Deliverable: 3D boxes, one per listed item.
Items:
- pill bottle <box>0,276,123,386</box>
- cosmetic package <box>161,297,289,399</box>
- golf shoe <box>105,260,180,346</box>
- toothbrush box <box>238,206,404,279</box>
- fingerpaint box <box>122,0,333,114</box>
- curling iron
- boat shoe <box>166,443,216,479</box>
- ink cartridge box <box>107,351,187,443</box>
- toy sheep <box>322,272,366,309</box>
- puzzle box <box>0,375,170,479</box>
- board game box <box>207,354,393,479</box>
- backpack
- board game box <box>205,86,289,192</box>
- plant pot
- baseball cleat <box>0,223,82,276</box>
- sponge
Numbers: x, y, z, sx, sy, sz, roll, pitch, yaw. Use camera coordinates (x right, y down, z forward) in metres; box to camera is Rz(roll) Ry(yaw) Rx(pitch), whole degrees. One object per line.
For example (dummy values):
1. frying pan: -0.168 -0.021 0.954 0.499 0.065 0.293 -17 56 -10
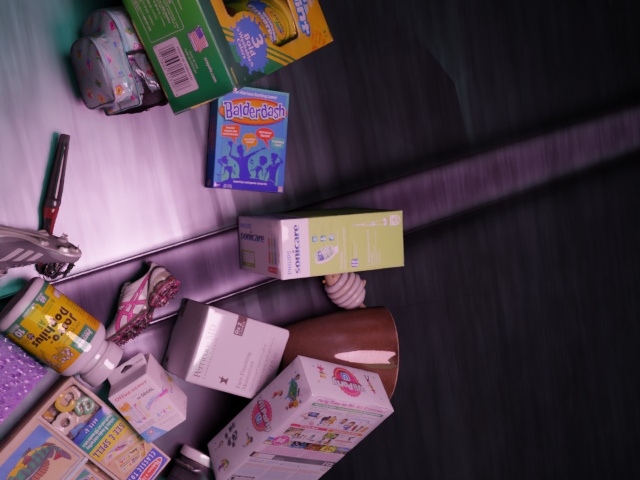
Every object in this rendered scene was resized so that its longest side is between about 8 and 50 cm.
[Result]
1. pill bottle: -0.465 0.170 1.450 0.208 0.117 0.117 43 73 -20
2. cosmetic package: -0.190 0.216 1.594 0.183 0.151 0.151 20 82 -28
3. golf shoe: -0.359 0.126 1.555 0.086 0.067 0.186 41 84 18
4. toothbrush box: 0.000 0.000 1.657 0.283 0.206 0.122 -4 96 -30
5. fingerpaint box: -0.195 -0.505 1.454 0.371 0.163 0.445 -42 114 -52
6. curling iron: -0.481 -0.059 1.481 0.068 0.035 0.274 3 93 -23
7. boat shoe: -0.177 0.524 1.652 0.302 0.114 0.091 33 76 -14
8. ink cartridge box: -0.335 0.294 1.539 0.092 0.090 0.143 -34 111 5
9. toy sheep: 0.058 0.107 1.765 0.132 0.091 0.091 42 74 -16
10. puzzle box: -0.511 0.484 1.491 0.272 0.052 0.409 48 71 -24
11. board game box: -0.041 0.369 1.579 0.224 0.097 0.303 20 124 -40
12. backpack: -0.366 -0.328 1.455 0.144 0.166 0.188 -14 97 -37
13. board game box: -0.149 -0.207 1.650 0.160 0.047 0.210 2 91 -29
14. plant pot: 0.019 0.242 1.702 0.230 0.215 0.215 3 92 -16
15. baseball cleat: -0.534 0.026 1.430 0.206 0.072 0.109 17 107 -9
16. sponge: -0.604 0.277 1.438 0.117 0.031 0.210 47 71 -23
